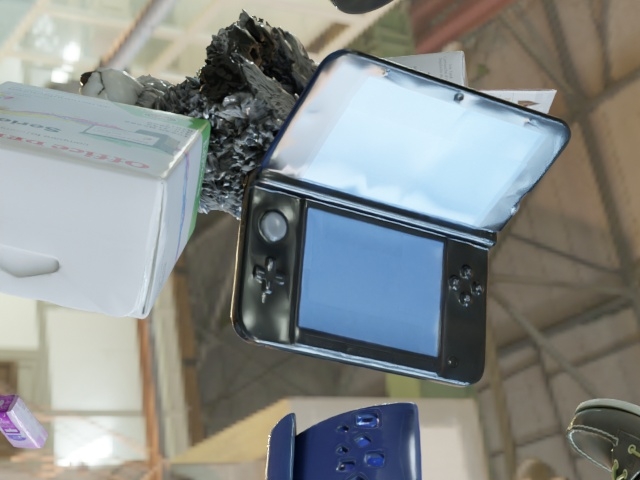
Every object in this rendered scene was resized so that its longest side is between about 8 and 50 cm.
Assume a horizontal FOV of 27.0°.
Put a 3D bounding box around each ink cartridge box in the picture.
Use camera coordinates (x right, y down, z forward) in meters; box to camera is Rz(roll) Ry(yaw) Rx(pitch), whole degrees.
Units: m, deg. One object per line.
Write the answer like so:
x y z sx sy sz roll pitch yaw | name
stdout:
0.211 -0.227 1.984 0.296 0.261 0.066 7 79 -83 | ink cartridge box
-0.213 -0.045 1.125 0.278 0.201 0.117 -81 -178 -75 | ink cartridge box

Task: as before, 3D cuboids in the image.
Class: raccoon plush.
-0.096 -0.035 1.511 0.299 0.216 0.446 -37 -91 25 | raccoon plush

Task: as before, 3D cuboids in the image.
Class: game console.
0.085 -0.011 1.301 0.173 0.293 0.250 -27 -126 57 | game console

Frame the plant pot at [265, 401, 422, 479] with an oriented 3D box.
0.030 0.376 1.833 0.236 0.212 0.236 -87 177 -51 | plant pot

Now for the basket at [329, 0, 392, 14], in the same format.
0.011 -0.375 1.497 0.204 0.154 0.227 -50 -120 33 | basket

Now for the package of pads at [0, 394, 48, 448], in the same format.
-0.402 0.240 1.766 0.050 0.083 0.032 -5 -138 28 | package of pads

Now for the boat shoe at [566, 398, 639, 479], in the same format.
0.400 0.273 1.577 0.305 0.091 0.109 18 -35 50 | boat shoe
